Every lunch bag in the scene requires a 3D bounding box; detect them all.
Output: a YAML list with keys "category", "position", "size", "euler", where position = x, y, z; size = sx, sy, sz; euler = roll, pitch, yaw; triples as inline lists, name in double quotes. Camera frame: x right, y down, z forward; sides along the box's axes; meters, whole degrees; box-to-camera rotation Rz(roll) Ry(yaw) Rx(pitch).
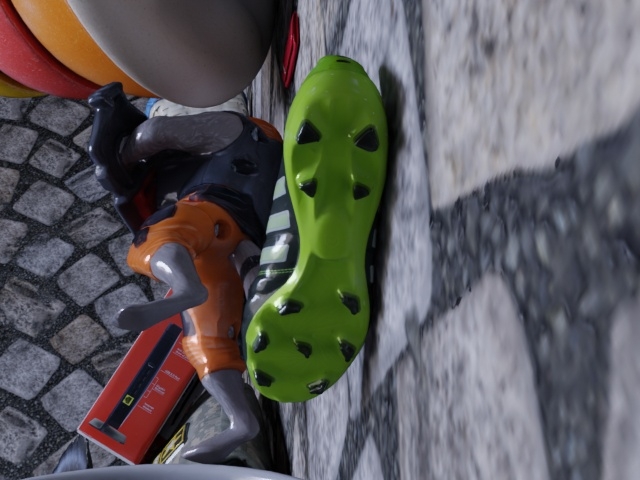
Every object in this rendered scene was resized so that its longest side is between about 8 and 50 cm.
- category: "lunch bag"
  position: [-0.123, 0.313, 0.933]
  size: [0.235, 0.169, 0.286]
  euler: [-118, 34, -80]

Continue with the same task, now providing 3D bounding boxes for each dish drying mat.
- category: "dish drying mat"
  position: [-0.027, -0.169, 0.760]
  size: [0.083, 0.008, 0.032]
  euler: [113, 157, -72]

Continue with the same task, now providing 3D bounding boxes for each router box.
- category: "router box"
  position: [-0.184, 0.152, 1.135]
  size: [0.301, 0.082, 0.335]
  euler: [-58, -2, -16]

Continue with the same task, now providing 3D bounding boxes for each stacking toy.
- category: "stacking toy"
  position: [-0.321, -0.275, 0.934]
  size: [0.351, 0.480, 0.350]
  euler: [26, -121, -55]

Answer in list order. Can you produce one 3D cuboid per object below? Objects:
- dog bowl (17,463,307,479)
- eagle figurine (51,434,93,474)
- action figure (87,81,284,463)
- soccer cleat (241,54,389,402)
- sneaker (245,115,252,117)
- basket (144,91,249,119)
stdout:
- category: "dog bowl"
  position: [-0.105, 0.190, 0.389]
  size: [0.265, 0.265, 0.104]
  euler: [-171, 78, -82]
- category: "eagle figurine"
  position: [-0.296, 0.383, 0.964]
  size: [0.226, 0.225, 0.298]
  euler: [-63, -11, 26]
- category: "action figure"
  position: [-0.069, 0.023, 0.755]
  size: [0.330, 0.179, 0.341]
  euler: [-88, -23, -44]
- category: "soccer cleat"
  position: [0.000, 0.000, 0.404]
  size: [0.072, 0.060, 0.178]
  euler: [-84, 5, -59]
- category: "sneaker"
  position: [-0.161, -0.118, 1.339]
  size: [0.262, 0.125, 0.104]
  euler: [114, 154, -73]
- category: "basket"
  position: [-0.233, -0.208, 1.590]
  size: [0.289, 0.201, 0.254]
  euler: [-112, 20, -45]
